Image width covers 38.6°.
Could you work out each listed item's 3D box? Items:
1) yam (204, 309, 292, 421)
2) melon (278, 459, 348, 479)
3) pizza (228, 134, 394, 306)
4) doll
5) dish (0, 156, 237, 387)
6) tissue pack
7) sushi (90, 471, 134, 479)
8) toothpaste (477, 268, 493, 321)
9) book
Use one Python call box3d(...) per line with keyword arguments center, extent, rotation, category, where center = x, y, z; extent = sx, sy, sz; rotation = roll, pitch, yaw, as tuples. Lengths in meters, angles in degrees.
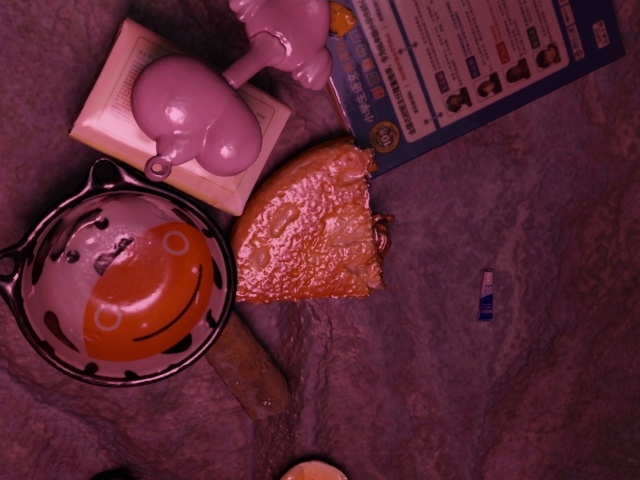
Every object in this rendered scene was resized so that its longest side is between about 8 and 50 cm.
box3d(center=(-0.107, 0.171, 1.260), extent=(0.078, 0.078, 0.179), rotation=(-35, 121, -4), category="yam")
box3d(center=(-0.016, 0.389, 1.361), extent=(0.160, 0.079, 0.128), rotation=(13, 83, -17), category="melon")
box3d(center=(0.000, 0.000, 1.250), extent=(0.228, 0.081, 0.290), rotation=(36, 96, -13), category="pizza")
box3d(center=(-0.085, -0.196, 1.052), extent=(0.160, 0.094, 0.365), rotation=(46, 60, -13), category="doll")
box3d(center=(-0.254, 0.039, 1.168), extent=(0.302, 0.120, 0.303), rotation=(-5, 109, -14), category="dish")
box3d(center=(-0.175, -0.151, 1.139), extent=(0.234, 0.125, 0.159), rotation=(25, 93, -20), category="tissue pack")
box3d(center=(-0.268, 0.438, 1.273), extent=(0.136, 0.126, 0.225), rotation=(-19, 110, -10), category="sushi")
box3d(center=(0.252, 0.084, 1.383), extent=(0.024, 0.015, 0.083), rotation=(-1, 110, -8), category="toothpaste")
box3d(center=(0.195, -0.301, 1.249), extent=(0.427, 0.039, 0.300), rotation=(-26, 109, -8), category="book")
